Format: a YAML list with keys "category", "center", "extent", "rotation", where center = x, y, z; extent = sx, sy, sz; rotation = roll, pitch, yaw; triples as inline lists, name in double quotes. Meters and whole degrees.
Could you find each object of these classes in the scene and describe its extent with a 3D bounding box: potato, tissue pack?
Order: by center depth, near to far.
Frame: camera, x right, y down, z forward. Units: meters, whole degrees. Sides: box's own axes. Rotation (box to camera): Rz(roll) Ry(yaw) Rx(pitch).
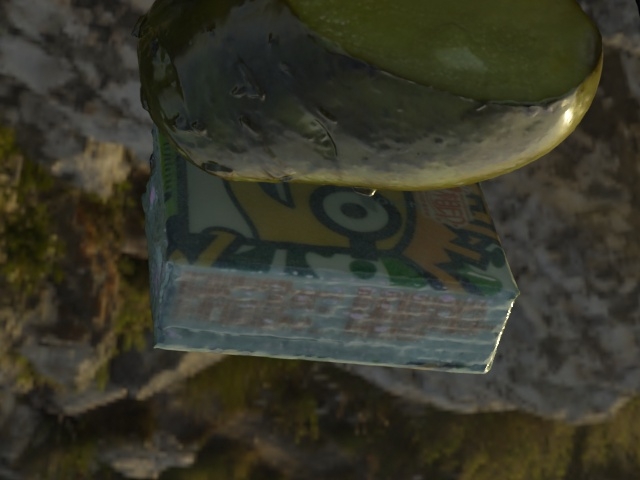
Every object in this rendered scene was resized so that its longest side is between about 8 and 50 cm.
- category: "potato"
  center: [0.023, -0.108, 0.818]
  extent: [0.298, 0.141, 0.176]
  rotation: [0, 151, 25]
- category: "tissue pack"
  center: [0.000, 0.000, 1.234]
  extent: [0.310, 0.228, 0.128]
  rotation: [5, 127, -13]

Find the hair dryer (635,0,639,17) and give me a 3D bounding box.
- category: "hair dryer"
  center: [0.163, 0.000, 0.502]
  extent: [0.089, 0.197, 0.251]
  rotation: [-7, 123, 26]
